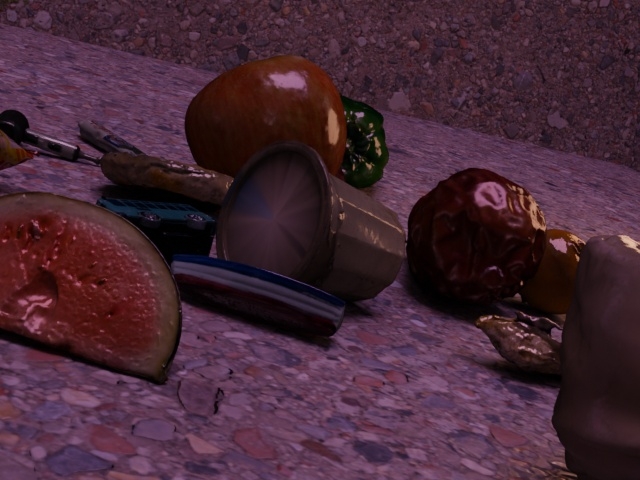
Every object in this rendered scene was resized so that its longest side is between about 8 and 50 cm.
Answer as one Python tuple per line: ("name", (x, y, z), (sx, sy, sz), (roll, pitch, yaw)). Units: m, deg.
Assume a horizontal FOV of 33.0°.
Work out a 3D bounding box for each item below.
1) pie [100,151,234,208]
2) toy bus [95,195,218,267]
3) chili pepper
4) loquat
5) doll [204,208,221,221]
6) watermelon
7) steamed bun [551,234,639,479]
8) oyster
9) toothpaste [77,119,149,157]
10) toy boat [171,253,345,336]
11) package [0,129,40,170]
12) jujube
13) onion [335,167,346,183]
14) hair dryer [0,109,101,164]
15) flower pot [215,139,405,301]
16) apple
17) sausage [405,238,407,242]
("pie", (-0.221, -0.093, 1.735), (0.274, 0.055, 0.274), (13, -1, 0))
("toy bus", (-0.226, -0.009, 1.423), (0.160, 0.079, 0.092), (2, 20, -44))
("chili pepper", (0.058, -0.219, 2.315), (0.213, 0.167, 0.385), (34, 4, -4))
("loquat", (0.375, 0.053, 1.724), (0.141, 0.141, 0.141), (15, 14, -4))
("doll", (-0.138, -0.028, 1.680), (0.114, 0.039, 0.057), (8, 44, -27))
("watermelon", (-0.276, 0.051, 1.157), (0.303, 0.159, 0.128), (18, -24, 5))
("steamed bun", (0.367, 0.174, 1.002), (0.367, 0.255, 0.342), (40, -19, -29))
("oyster", (0.306, 0.151, 1.419), (0.133, 0.072, 0.209), (21, -6, 45))
("toothpaste", (-0.384, -0.178, 2.002), (0.060, 0.038, 0.233), (-2, 25, -46))
("toy boat", (-0.083, 0.067, 1.324), (0.229, 0.080, 0.046), (17, 49, 7))
("package", (-0.576, -0.147, 1.532), (0.223, 0.108, 0.288), (22, 18, 32))
("jujube", (0.231, -0.014, 1.698), (0.216, 0.216, 0.342), (15, 4, -3))
("onion", (-0.025, -0.138, 2.105), (0.206, 0.098, 0.151), (23, 17, 28))
("hair dryer", (-0.465, -0.166, 1.851), (0.197, 0.057, 0.100), (18, 15, -14))
("flower pot", (0.000, 0.000, 1.447), (0.202, 0.212, 0.212), (24, 5, -41))
("apple", (-0.089, -0.183, 1.910), (0.277, 0.250, 0.309), (-23, -1, -6))
("sausage", (0.068, -0.025, 1.858), (0.183, 0.054, 0.062), (22, 47, 19))
